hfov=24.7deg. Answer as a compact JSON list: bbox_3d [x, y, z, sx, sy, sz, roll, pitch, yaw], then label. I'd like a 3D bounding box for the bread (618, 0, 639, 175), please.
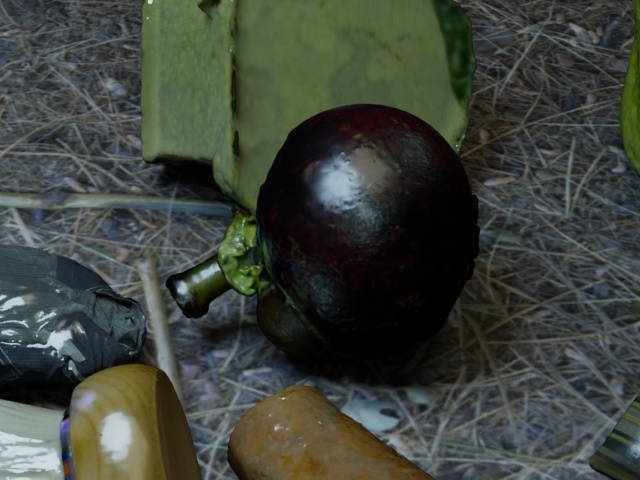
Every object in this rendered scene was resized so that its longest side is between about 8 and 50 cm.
[{"bbox_3d":[0.470,-0.198,1.523,0.348,0.308,0.348,5,41,-5],"label":"bread"}]

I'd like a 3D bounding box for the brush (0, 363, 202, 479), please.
[{"bbox_3d":[-0.170,0.225,1.068,0.166,0.174,0.267,-15,56,0],"label":"brush"}]

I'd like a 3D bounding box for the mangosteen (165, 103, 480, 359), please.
[{"bbox_3d":[0.000,0.000,1.311,0.289,0.231,0.231,-11,38,-4],"label":"mangosteen"}]

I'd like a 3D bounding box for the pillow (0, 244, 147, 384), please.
[{"bbox_3d":[-0.323,0.073,1.302,0.335,0.093,0.161,0,43,-4],"label":"pillow"}]

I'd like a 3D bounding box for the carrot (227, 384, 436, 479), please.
[{"bbox_3d":[0.049,0.224,1.090,0.138,0.139,0.302,-18,41,-24],"label":"carrot"}]

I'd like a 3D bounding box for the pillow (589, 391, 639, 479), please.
[{"bbox_3d":[0.325,0.134,1.229,0.113,0.038,0.203,30,79,34],"label":"pillow"}]

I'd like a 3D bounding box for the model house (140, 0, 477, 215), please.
[{"bbox_3d":[-0.040,-0.149,1.539,0.321,0.261,0.266,-4,8,-36],"label":"model house"}]
